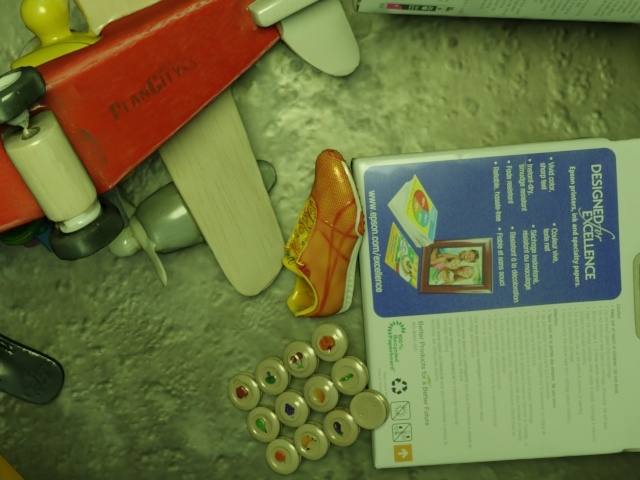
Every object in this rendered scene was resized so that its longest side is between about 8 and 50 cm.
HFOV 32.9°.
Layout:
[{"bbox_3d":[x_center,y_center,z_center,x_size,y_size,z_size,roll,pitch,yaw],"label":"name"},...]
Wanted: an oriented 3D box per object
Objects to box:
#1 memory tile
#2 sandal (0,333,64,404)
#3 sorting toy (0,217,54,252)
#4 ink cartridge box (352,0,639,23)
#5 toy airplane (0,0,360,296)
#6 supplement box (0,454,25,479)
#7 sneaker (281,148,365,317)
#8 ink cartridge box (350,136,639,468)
[{"bbox_3d":[-0.014,0.155,1.044,0.148,0.012,0.113,-32,86,25],"label":"memory tile"},{"bbox_3d":[-0.339,0.112,1.058,0.179,0.040,0.067,22,98,-3],"label":"sandal"},{"bbox_3d":[-0.255,-0.012,1.039,0.102,0.061,0.042,-22,132,11],"label":"sorting toy"},{"bbox_3d":[0.177,-0.331,0.888,0.330,0.071,0.324,1,68,-11],"label":"ink cartridge box"},{"bbox_3d":[-0.162,-0.158,0.930,0.384,0.272,0.386,10,91,-40],"label":"toy airplane"},{"bbox_3d":[-0.360,0.328,1.047,0.194,0.129,0.191,-41,97,6],"label":"supplement box"},{"bbox_3d":[0.000,0.000,0.999,0.067,0.064,0.175,-8,119,-23],"label":"sneaker"},{"bbox_3d":[0.192,0.058,1.035,0.307,0.072,0.304,-4,97,0],"label":"ink cartridge box"}]
